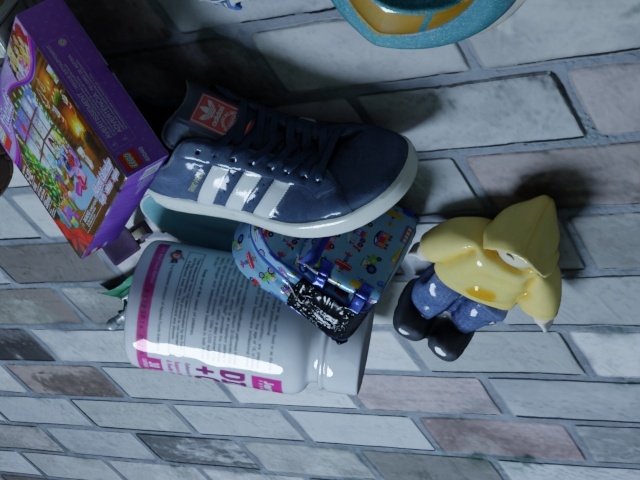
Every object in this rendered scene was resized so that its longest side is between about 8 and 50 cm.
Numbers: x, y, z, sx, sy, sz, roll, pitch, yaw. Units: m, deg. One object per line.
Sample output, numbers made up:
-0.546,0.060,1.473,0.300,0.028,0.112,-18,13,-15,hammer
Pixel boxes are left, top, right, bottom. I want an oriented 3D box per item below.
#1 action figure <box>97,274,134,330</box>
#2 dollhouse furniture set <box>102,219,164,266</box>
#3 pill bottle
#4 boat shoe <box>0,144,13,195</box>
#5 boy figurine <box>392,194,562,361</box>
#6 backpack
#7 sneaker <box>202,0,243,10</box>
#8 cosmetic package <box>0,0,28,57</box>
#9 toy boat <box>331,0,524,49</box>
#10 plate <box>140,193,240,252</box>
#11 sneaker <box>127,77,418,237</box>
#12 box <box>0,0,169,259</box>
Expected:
-0.218,0.078,1.806,0.137,0.063,0.232,35,144,-9,action figure
-0.250,-0.042,1.698,0.114,0.091,0.081,54,-174,-4,dollhouse furniture set
-0.082,0.099,1.625,0.283,0.160,0.160,9,146,7,pill bottle
-0.477,-0.143,1.631,0.095,0.095,0.257,14,147,28,boat shoe
0.187,0.041,1.444,0.177,0.092,0.285,33,151,-7,boy figurine
0.000,0.000,1.455,0.173,0.158,0.117,33,147,2,backpack
-0.066,-0.253,1.236,0.058,0.052,0.135,26,157,-19,sneaker
-0.376,-0.234,1.458,0.115,0.060,0.041,6,141,26,cosmetic package
0.013,-0.250,1.000,0.318,0.148,0.267,22,148,5,toy boat
-0.120,-0.027,1.586,0.188,0.024,0.188,13,159,5,plate
-0.073,-0.098,1.379,0.350,0.131,0.148,2,145,32,sneaker
-0.271,-0.112,1.453,0.201,0.057,0.293,56,155,4,box
